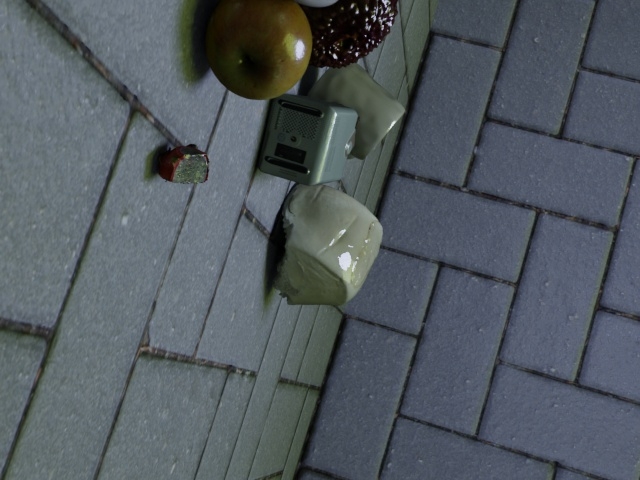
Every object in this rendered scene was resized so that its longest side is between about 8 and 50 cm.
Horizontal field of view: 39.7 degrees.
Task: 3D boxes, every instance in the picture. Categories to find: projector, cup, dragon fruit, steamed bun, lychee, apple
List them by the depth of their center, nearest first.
[{"bbox_3d":[-0.214,-0.121,1.368,0.083,0.060,0.056,-8,120,-46],"label":"dragon fruit"},{"bbox_3d":[-0.097,-0.315,1.406,0.155,0.182,0.182,-71,170,-46],"label":"apple"},{"bbox_3d":[0.023,-0.470,1.671,0.271,0.271,0.271,16,90,-80],"label":"lychee"},{"bbox_3d":[-0.022,-0.222,1.949,0.242,0.163,0.177,-28,134,-73],"label":"projector"},{"bbox_3d":[0.071,-0.313,2.150,0.173,0.202,0.255,-50,-178,-8],"label":"cup"},{"bbox_3d":[0.000,0.000,2.267,0.272,0.273,0.290,65,36,-51],"label":"steamed bun"}]

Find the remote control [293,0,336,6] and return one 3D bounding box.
[{"bbox_3d":[-0.036,-0.473,1.408,0.103,0.221,0.332,-41,-172,32],"label":"remote control"}]
